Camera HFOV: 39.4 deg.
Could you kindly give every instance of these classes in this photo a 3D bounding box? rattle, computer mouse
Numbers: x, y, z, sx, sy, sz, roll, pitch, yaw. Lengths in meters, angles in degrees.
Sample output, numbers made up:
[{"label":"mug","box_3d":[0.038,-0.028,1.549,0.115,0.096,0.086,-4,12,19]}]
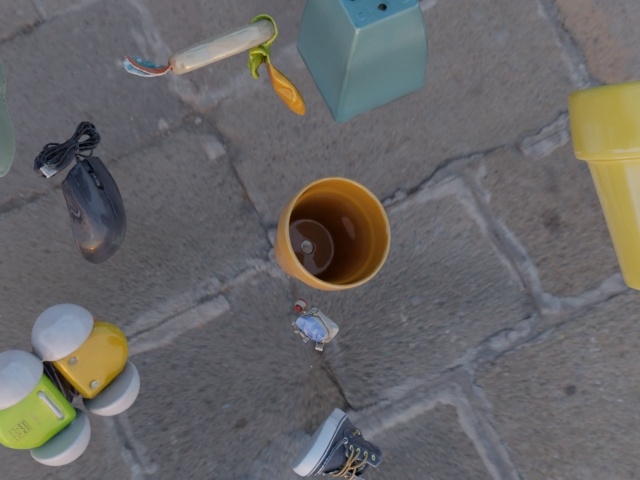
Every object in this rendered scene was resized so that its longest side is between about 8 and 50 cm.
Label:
[{"label":"rattle","box_3d":[-0.134,-0.196,1.124,0.200,0.130,0.142,-33,126,-32]},{"label":"computer mouse","box_3d":[-0.435,-0.077,1.720,0.072,0.188,0.272,1,121,23]}]

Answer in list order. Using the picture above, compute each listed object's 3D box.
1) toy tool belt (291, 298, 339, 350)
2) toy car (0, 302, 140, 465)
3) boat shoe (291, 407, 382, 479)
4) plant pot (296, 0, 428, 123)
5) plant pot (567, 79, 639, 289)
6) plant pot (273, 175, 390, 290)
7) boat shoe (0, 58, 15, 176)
[{"label":"toy tool belt","box_3d":[-0.017,0.131,1.392,0.083,0.052,0.051,39,53,11]},{"label":"toy car","box_3d":[-0.319,0.159,1.057,0.136,0.159,0.182,20,57,45]},{"label":"boat shoe","box_3d":[0.027,0.248,1.038,0.083,0.183,0.065,39,98,7]},{"label":"plant pot","box_3d":[0.071,-0.327,1.400,0.165,0.234,0.165,-24,76,-9]},{"label":"plant pot","box_3d":[0.426,-0.071,1.031,0.254,0.254,0.239,-7,96,-2]},{"label":"plant pot","box_3d":[0.000,0.000,1.685,0.205,0.188,0.205,4,79,-21]},{"label":"boat shoe","box_3d":[-0.532,-0.195,1.397,0.069,0.081,0.227,-18,69,18]}]
